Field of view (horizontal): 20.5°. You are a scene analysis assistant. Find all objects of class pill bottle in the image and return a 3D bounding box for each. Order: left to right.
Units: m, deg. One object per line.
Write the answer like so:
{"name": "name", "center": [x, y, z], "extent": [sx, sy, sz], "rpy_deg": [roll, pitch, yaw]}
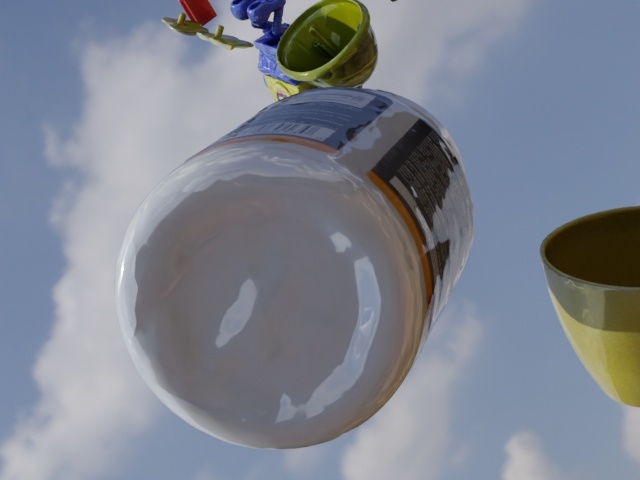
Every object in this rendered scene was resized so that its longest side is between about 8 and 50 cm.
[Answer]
{"name": "pill bottle", "center": [0.000, 0.000, 0.997], "extent": [0.162, 0.162, 0.278], "rpy_deg": [-57, -3, 18]}

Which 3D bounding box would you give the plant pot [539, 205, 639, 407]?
{"name": "plant pot", "center": [0.204, 0.046, 1.082], "extent": [0.134, 0.134, 0.095], "rpy_deg": [-30, -59, -46]}

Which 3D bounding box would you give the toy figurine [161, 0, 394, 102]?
{"name": "toy figurine", "center": [0.023, -0.165, 1.731], "extent": [0.191, 0.362, 0.217], "rpy_deg": [-39, -61, -15]}
